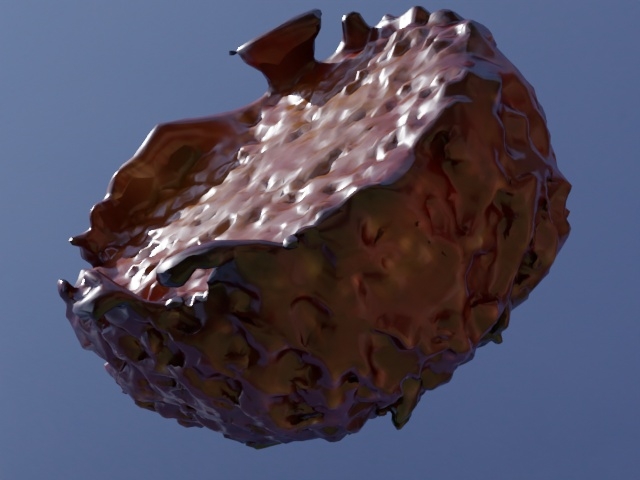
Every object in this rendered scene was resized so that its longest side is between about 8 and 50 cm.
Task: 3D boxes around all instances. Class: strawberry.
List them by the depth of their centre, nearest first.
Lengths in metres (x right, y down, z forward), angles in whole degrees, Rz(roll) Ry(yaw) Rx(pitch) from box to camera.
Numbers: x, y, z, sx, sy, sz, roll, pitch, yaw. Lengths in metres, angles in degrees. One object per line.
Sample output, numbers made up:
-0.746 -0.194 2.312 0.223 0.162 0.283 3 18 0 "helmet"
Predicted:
0.000 0.000 0.418 0.145 0.145 0.086 -37 -59 -20 "strawberry"
